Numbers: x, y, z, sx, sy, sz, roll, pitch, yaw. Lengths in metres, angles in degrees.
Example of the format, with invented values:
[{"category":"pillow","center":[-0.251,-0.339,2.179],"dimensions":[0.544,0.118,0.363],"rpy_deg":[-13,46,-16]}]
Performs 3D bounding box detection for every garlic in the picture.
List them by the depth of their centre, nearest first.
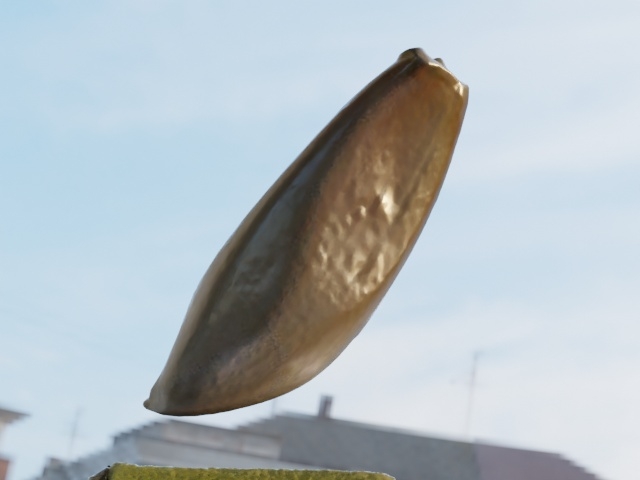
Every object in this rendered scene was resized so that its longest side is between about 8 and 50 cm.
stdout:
[{"category":"garlic","center":[0.002,0.004,1.202],"dimensions":[0.112,0.318,0.143],"rpy_deg":[29,-5,25]}]

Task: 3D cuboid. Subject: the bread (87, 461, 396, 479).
[{"category":"bread","center":[-0.065,0.297,1.431],"dimensions":[0.264,0.167,0.163],"rpy_deg":[2,-55,-4]}]
